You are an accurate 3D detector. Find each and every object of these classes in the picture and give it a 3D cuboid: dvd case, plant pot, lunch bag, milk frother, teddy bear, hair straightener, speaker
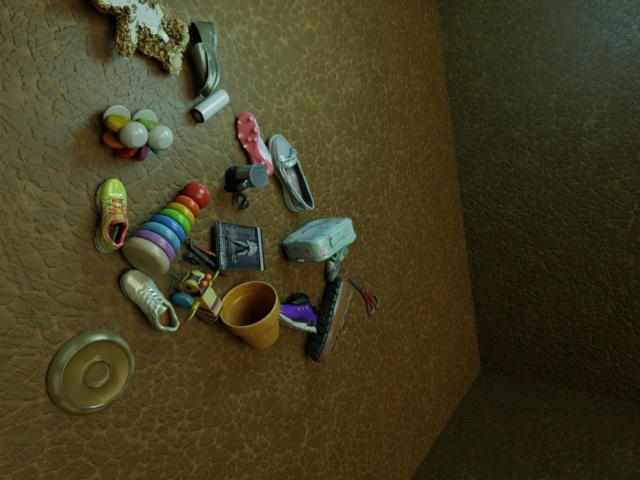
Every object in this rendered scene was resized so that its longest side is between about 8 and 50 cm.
[{"bbox_3d":[-0.283,0.025,1.561,0.221,0.018,0.164,7,73,-54],"label":"dvd case"},{"bbox_3d":[-0.617,0.363,1.208,0.236,0.032,0.236,-3,94,-50],"label":"plant pot"},{"bbox_3d":[0.000,0.000,1.771,0.279,0.224,0.108,-36,117,-44],"label":"lunch bag"},{"bbox_3d":[-0.250,-0.187,1.539,0.143,0.135,0.129,46,59,-40],"label":"milk frother"},{"bbox_3d":[-0.514,-0.624,1.253,0.338,0.113,0.245,0,99,-57],"label":"teddy bear"},{"bbox_3d":[-0.388,0.068,1.449,0.230,0.047,0.089,45,59,-47],"label":"hair straightener"},{"bbox_3d":[-0.229,0.281,1.552,0.205,0.205,0.188,-51,143,-35],"label":"plant pot"},{"bbox_3d":[-0.363,-0.447,1.457,0.136,0.055,0.055,-54,129,-34],"label":"speaker"}]

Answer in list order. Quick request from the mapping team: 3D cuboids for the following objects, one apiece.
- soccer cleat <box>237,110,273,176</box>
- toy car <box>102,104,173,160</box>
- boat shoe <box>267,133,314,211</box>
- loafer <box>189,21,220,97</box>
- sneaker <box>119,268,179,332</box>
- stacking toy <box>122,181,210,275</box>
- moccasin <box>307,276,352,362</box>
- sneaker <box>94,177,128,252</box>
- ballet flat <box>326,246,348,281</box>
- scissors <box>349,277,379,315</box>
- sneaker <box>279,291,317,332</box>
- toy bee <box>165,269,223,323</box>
[{"bbox_3d":[-0.236,-0.348,1.608,0.095,0.083,0.248,-66,138,-68],"label":"soccer cleat"},{"bbox_3d":[-0.517,-0.288,1.235,0.182,0.159,0.136,-7,132,-50],"label":"toy car"},{"bbox_3d":[-0.111,-0.262,1.723,0.118,0.103,0.320,-36,118,-43],"label":"boat shoe"},{"bbox_3d":[-0.384,-0.584,1.412,0.087,0.094,0.251,2,80,-44],"label":"loafer"},{"bbox_3d":[-0.496,0.177,1.297,0.087,0.092,0.229,-49,125,-35],"label":"sneaker"},{"bbox_3d":[-0.443,-0.058,1.325,0.141,0.141,0.330,57,40,-34],"label":"stacking toy"},{"bbox_3d":[0.051,0.352,1.927,0.147,0.139,0.380,39,53,-33],"label":"moccasin"},{"bbox_3d":[-0.562,-0.070,1.209,0.081,0.094,0.208,2,88,-48],"label":"sneaker"},{"bbox_3d":[0.062,0.096,1.984,0.070,0.070,0.188,53,52,-36],"label":"ballet flat"},{"bbox_3d":[0.223,0.257,2.205,0.109,0.021,0.297,-52,127,-31],"label":"scissors"},{"bbox_3d":[-0.110,0.272,1.759,0.293,0.102,0.146,35,60,-49],"label":"sneaker"},{"bbox_3d":[-0.387,0.161,1.360,0.298,0.162,0.195,36,55,-49],"label":"toy bee"}]
